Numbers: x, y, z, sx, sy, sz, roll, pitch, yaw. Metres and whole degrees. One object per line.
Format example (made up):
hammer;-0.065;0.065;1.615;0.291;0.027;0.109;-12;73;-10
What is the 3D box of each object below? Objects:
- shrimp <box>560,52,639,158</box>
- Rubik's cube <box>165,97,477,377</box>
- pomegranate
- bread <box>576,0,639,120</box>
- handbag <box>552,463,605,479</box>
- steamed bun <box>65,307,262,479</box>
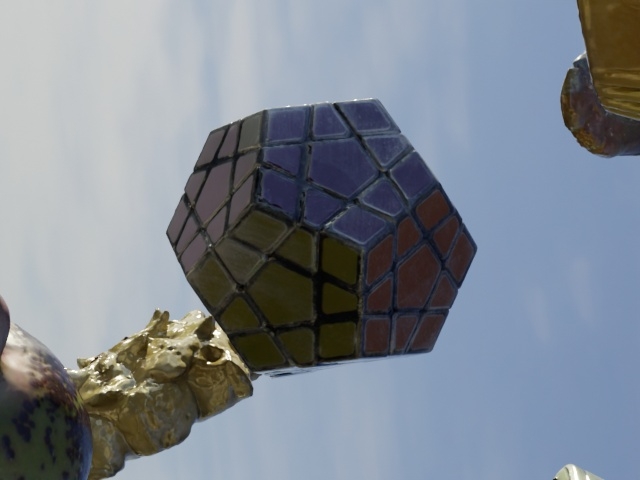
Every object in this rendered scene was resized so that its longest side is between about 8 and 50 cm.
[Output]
shrimp;0.295;-0.125;1.843;0.042;0.190;0.101;-5;-98;49
Rubik's cube;0.000;0.000;1.999;0.319;0.264;0.319;55;0;-1
pomegranate;-0.346;0.144;1.794;0.285;0.285;0.340;-114;-149;-50
bread;0.243;-0.214;1.292;0.119;0.152;0.288;6;-55;31
handbag;0.366;0.363;1.985;0.109;0.315;0.241;-60;-174;21
steamed bun;-0.196;0.158;2.150;0.295;0.292;0.137;-30;-87;46
